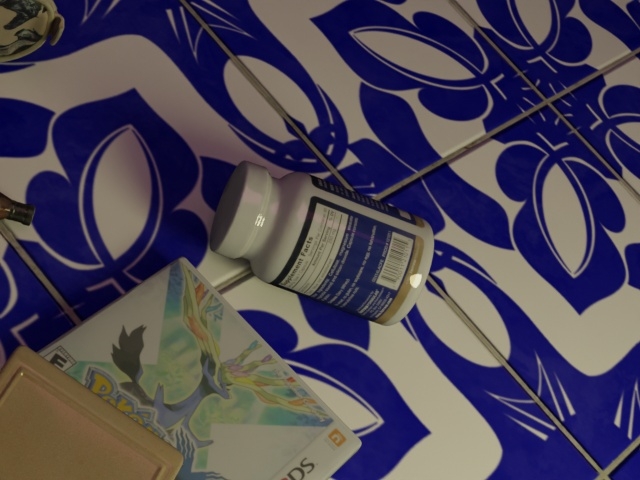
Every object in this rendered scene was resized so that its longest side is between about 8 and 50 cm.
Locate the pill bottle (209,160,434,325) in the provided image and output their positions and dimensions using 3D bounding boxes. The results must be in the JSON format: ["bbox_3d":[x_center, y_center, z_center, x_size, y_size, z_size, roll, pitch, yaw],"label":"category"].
[{"bbox_3d":[0.000,0.000,1.736,0.265,0.153,0.153,21,47,-15],"label":"pill bottle"}]

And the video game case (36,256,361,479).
[{"bbox_3d":[-0.152,0.203,1.565,0.329,0.036,0.300,45,45,9],"label":"video game case"}]

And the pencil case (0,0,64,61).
[{"bbox_3d":[-0.467,-0.420,1.790,0.183,0.160,0.410,-11,60,-20],"label":"pencil case"}]

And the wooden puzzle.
[{"bbox_3d":[-0.281,0.254,1.395,0.221,0.044,0.238,36,47,-10],"label":"wooden puzzle"}]

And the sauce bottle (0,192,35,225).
[{"bbox_3d":[-0.408,-0.047,1.610,0.128,0.042,0.042,18,48,-21],"label":"sauce bottle"}]
